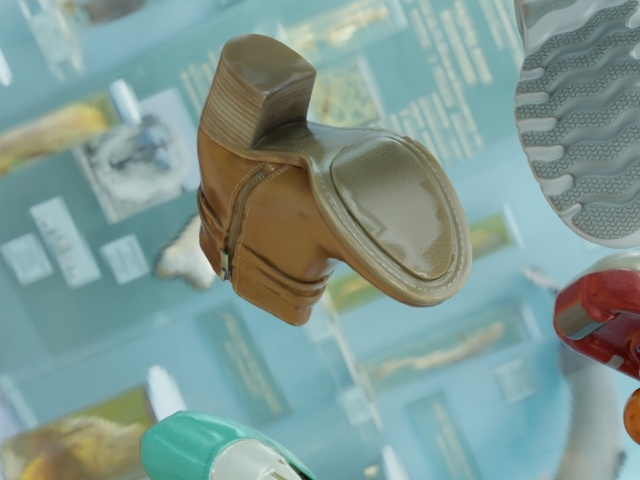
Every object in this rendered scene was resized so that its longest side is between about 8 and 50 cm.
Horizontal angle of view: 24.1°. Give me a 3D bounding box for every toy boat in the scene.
[{"bbox_3d":[0.316,0.121,1.361,0.151,0.231,0.151,-48,-162,61],"label":"toy boat"}]

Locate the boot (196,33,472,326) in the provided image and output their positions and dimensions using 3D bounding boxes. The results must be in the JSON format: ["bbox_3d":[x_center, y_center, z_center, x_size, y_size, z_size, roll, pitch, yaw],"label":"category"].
[{"bbox_3d":[0.000,0.000,0.806,0.197,0.073,0.152,51,-34,31],"label":"boot"}]

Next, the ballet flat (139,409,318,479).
[{"bbox_3d":[-0.017,0.201,1.092,0.247,0.083,0.087,38,-21,-15],"label":"ballet flat"}]

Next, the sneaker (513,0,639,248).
[{"bbox_3d":[0.184,-0.116,0.972,0.115,0.105,0.281,42,37,-54],"label":"sneaker"}]
